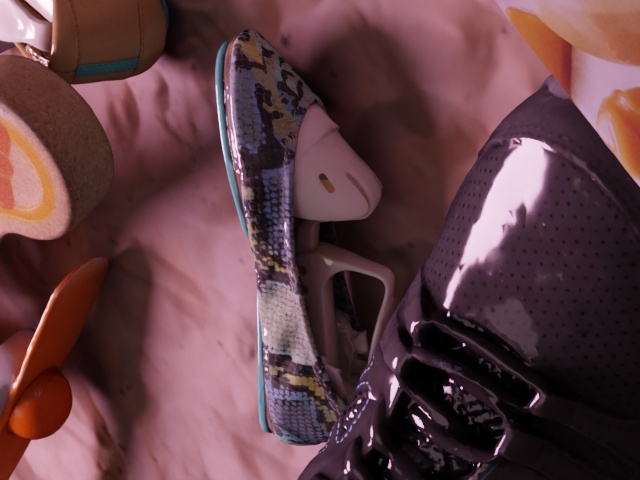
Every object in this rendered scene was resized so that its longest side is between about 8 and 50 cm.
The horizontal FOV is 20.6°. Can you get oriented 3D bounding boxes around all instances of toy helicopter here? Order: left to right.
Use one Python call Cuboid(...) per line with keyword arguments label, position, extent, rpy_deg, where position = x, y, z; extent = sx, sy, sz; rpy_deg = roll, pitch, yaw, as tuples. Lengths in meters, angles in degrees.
Cuboid(label="toy helicopter", position=(-0.191, 0.014, 0.888), extent=(0.235, 0.140, 0.355), rpy_deg=(52, 145, -6))

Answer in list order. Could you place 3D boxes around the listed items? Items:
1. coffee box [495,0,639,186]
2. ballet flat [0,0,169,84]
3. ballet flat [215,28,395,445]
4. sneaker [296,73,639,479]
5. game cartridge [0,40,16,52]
Cuboid(label="coffee box", position=(0.106, -0.134, 0.531), extent=(0.246, 0.098, 0.141), rpy_deg=(53, 138, 11))
Cuboid(label="ballet flat", position=(-0.167, -0.151, 0.828), extent=(0.232, 0.073, 0.080), rpy_deg=(39, 136, 26))
Cuboid(label="ballet flat", position=(0.000, 0.000, 0.753), extent=(0.070, 0.070, 0.188), rpy_deg=(15, 122, 41))
Cuboid(label="sneaker", position=(0.058, 0.091, 0.669), extent=(0.125, 0.140, 0.341), rpy_deg=(38, 132, 29))
Cuboid(label="game cartridge", position=(-0.184, -0.117, 0.877), extent=(0.083, 0.056, 0.017), rpy_deg=(38, 141, 26))
